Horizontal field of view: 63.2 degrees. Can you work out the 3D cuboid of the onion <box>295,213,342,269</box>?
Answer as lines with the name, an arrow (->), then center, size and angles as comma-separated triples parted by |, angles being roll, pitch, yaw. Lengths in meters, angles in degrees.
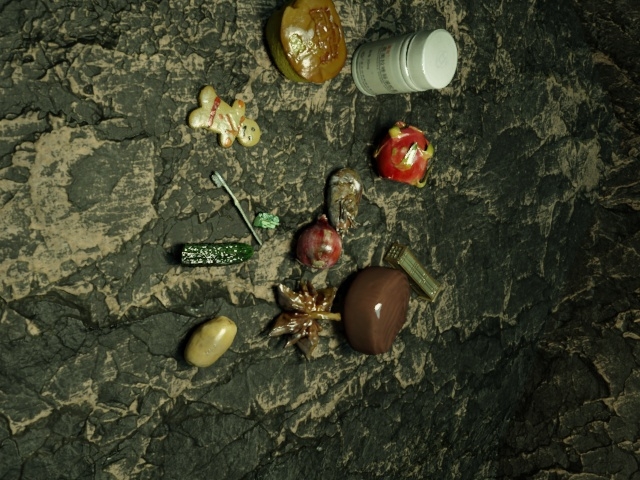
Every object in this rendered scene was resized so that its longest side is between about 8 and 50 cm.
onion -> 0.000, 0.000, 1.771 | 0.159, 0.159, 0.195 | 36, 52, -39

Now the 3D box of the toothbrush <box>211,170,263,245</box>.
toothbrush -> -0.251, -0.094, 1.613 | 0.028, 0.026, 0.294 | -38, 121, -9

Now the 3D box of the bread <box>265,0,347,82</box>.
bread -> -0.037, -0.627, 1.625 | 0.270, 0.148, 0.270 | -9, 104, -40

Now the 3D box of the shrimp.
shrimp -> 0.089, -0.086, 1.845 | 0.145, 0.116, 0.343 | 5, 88, -40

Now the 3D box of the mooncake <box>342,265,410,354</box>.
mooncake -> 0.216, 0.260, 1.931 | 0.326, 0.174, 0.334 | 15, 81, -61

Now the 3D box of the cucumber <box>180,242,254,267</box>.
cucumber -> -0.306, 0.043, 1.556 | 0.265, 0.077, 0.077 | 0, 97, -40

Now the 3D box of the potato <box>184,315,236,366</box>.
potato -> -0.332, 0.304, 1.557 | 0.109, 0.118, 0.178 | 41, 82, -1

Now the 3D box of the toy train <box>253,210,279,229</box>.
toy train -> -0.172, -0.062, 1.681 | 0.083, 0.033, 0.053 | 17, 91, -41

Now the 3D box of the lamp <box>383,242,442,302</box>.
lamp -> 0.387, 0.138, 2.162 | 0.325, 0.090, 0.089 | 45, 69, -35

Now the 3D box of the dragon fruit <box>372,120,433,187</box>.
dragon fruit -> 0.311, -0.319, 1.937 | 0.224, 0.224, 0.227 | 12, 105, -41

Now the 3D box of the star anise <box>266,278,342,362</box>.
star anise -> -0.038, 0.260, 1.804 | 0.349, 0.109, 0.292 | 44, 74, -37

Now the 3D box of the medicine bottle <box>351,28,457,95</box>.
medicine bottle -> 0.284, -0.603, 1.782 | 0.190, 0.332, 0.190 | -8, 102, -40

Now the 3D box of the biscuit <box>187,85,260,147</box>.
biscuit -> -0.274, -0.354, 1.547 | 0.234, 0.030, 0.153 | 28, 81, -40
